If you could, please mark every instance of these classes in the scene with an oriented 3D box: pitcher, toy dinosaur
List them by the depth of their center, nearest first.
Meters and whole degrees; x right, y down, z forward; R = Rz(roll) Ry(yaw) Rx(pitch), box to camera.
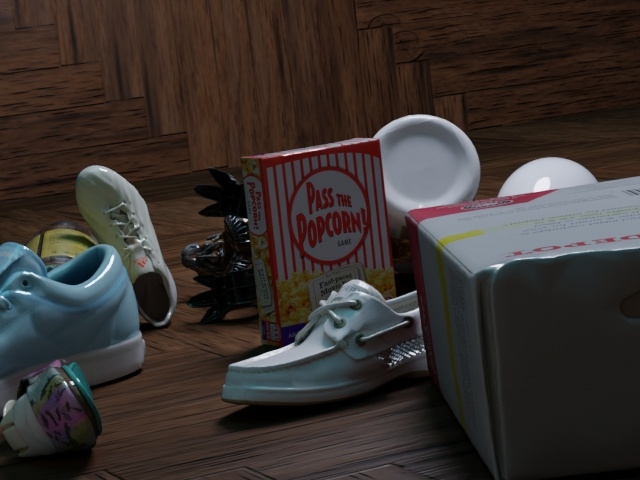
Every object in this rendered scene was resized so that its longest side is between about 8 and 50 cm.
[{"bbox_3d":[-0.036,0.005,2.159,0.322,0.164,0.218,-26,-21,32],"label":"toy dinosaur"},{"bbox_3d":[0.230,-0.012,2.161,0.178,0.125,0.207,-14,16,24],"label":"pitcher"}]

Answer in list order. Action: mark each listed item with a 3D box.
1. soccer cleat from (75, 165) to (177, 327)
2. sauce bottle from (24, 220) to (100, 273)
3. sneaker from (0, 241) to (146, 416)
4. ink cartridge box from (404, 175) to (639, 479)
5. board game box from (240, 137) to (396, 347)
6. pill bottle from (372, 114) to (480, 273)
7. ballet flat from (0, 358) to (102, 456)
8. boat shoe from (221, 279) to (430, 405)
[{"bbox_3d":[-0.208,0.006,2.087,0.068,0.196,0.076,-26,21,1],"label":"soccer cleat"},{"bbox_3d":[-0.286,0.041,2.112,0.111,0.111,0.344,-7,12,-3],"label":"sauce bottle"},{"bbox_3d":[-0.317,0.082,1.755,0.135,0.150,0.366,-2,9,37],"label":"sneaker"},{"bbox_3d":[0.230,0.054,1.463,0.279,0.160,0.384,-7,8,-3],"label":"ink cartridge box"},{"bbox_3d":[0.000,0.000,1.936,0.147,0.193,0.045,-12,9,-32],"label":"board game box"},{"bbox_3d":[0.109,-0.044,2.180,0.131,0.131,0.229,-7,-19,-4],"label":"pill bottle"},{"bbox_3d":[-0.227,0.142,1.574,0.079,0.077,0.221,-26,6,-8],"label":"ballet flat"},{"bbox_3d":[0.029,0.082,1.664,0.277,0.096,0.098,-12,10,-36],"label":"boat shoe"}]
